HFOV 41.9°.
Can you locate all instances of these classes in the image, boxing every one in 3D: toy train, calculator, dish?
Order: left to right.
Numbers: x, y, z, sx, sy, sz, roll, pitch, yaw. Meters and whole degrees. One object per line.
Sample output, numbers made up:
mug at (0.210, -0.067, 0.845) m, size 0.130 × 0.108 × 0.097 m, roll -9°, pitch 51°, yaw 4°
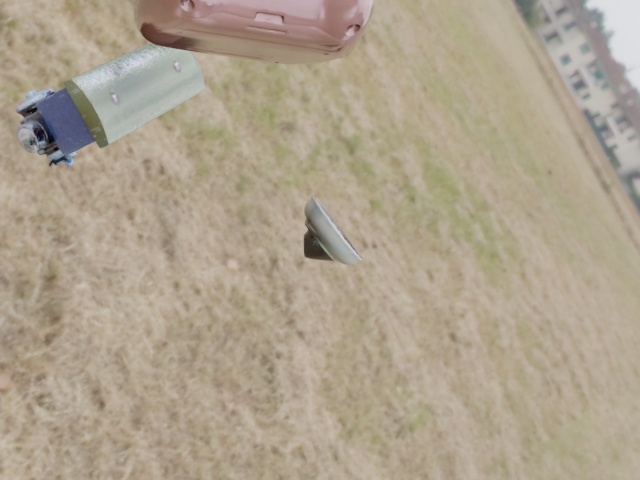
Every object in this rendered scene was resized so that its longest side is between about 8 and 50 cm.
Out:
toy train at (-0.342, -0.229, 1.349) m, size 0.131 × 0.202 × 0.299 m, roll 62°, pitch 38°, yaw -15°
calculator at (-0.077, -0.211, 0.842) m, size 0.330 × 0.220 × 0.048 m, roll -155°, pitch -110°, yaw -74°
dish at (0.000, 0.000, 1.432) m, size 0.141 × 0.078 × 0.141 m, roll 53°, pitch 4°, yaw -6°
